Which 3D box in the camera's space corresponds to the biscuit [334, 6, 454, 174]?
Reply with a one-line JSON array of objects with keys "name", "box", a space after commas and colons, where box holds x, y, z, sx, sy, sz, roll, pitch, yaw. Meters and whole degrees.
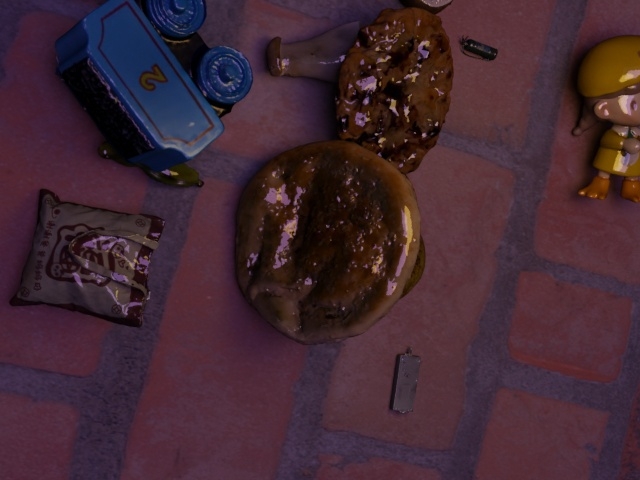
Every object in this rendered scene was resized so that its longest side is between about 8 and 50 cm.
[{"name": "biscuit", "box": [0.152, -0.276, 1.857, 0.289, 0.081, 0.334, 0, 107, -42]}]

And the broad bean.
[{"name": "broad bean", "box": [-0.304, -0.138, 1.766, 0.213, 0.070, 0.048, 16, 112, -29]}]

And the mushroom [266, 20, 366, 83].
[{"name": "mushroom", "box": [0.008, -0.346, 1.855, 0.225, 0.093, 0.116, -16, 80, -9]}]

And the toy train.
[{"name": "toy train", "box": [-0.289, -0.291, 1.673, 0.265, 0.188, 0.300, -45, 108, -29]}]

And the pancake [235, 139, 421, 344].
[{"name": "pancake", "box": [0.001, -0.001, 1.775, 0.386, 0.082, 0.387, -3, 82, 24]}]

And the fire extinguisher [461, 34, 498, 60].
[{"name": "fire extinguisher", "box": [0.320, -0.391, 1.993, 0.083, 0.025, 0.038, 17, 111, -20]}]

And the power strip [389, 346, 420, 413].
[{"name": "power strip", "box": [0.174, 0.285, 1.987, 0.050, 0.019, 0.136, 7, 91, -18]}]

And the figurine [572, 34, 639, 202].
[{"name": "figurine", "box": [0.633, -0.256, 2.038, 0.215, 0.187, 0.344, 1, 99, -29]}]

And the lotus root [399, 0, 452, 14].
[{"name": "lotus root", "box": [0.213, -0.503, 1.924, 0.122, 0.081, 0.112, -1, 101, -20]}]

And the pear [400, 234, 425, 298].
[{"name": "pear", "box": [0.111, 0.030, 1.861, 0.197, 0.197, 0.197, -1, 94, -20]}]

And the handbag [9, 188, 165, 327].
[{"name": "handbag", "box": [-0.405, 0.031, 1.699, 0.235, 0.127, 0.213, 11, 75, 3]}]
